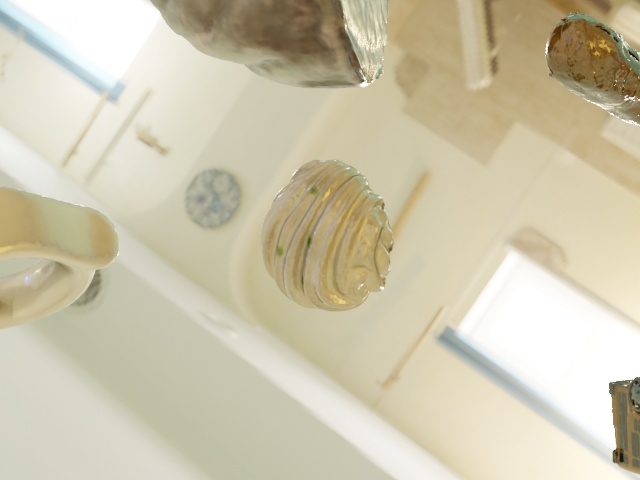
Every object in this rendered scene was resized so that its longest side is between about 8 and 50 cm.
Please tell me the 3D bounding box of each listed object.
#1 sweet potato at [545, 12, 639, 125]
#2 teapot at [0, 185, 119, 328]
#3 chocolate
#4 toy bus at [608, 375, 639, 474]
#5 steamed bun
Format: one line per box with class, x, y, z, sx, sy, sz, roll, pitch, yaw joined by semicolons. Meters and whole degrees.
sweet potato;0.280;-0.137;1.118;0.233;0.062;0.081;23;-171;-33
teapot;-0.215;-0.001;0.452;0.300;0.166;0.208;5;-130;-48
chocolate;-0.059;-0.284;1.159;0.213;0.303;0.303;-4;176;12
toy bus;0.332;0.170;1.096;0.091;0.103;0.182;-2;180;-16
steamed bun;0.000;0.000;1.438;0.106;0.182;0.183;-10;-146;-37
